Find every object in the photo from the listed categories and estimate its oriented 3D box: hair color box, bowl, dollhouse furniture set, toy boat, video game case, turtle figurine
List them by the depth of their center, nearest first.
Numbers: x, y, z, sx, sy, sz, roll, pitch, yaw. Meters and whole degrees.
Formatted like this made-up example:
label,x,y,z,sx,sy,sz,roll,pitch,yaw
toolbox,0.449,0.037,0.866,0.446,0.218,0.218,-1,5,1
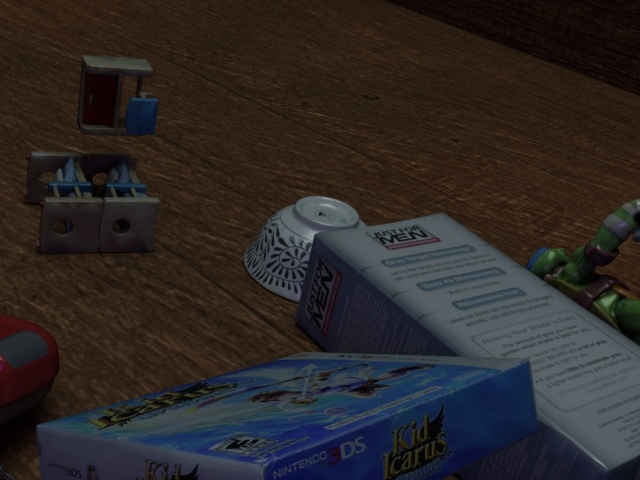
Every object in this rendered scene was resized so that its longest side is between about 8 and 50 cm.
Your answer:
label,x,y,z,sx,sy,sz,roll,pitch,yaw
video game case,-0.021,0.134,0.649,0.244,0.061,0.269,-6,2,44
toy boat,-0.318,0.050,0.704,0.231,0.151,0.151,14,13,14
hair color box,0.162,0.114,0.860,0.185,0.114,0.374,-9,35,-37
turtle figurine,0.371,0.055,0.975,0.274,0.198,0.266,-7,37,-27
dollhouse furniture set,-0.253,-0.097,1.009,0.129,0.184,0.129,-1,30,-25
bowl,0.000,0.000,1.047,0.170,0.080,0.170,9,28,-5

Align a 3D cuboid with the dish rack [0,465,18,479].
label,x,y,z,sx,sy,sz,roll,pitch,yaw
dish rack,-0.285,0.204,0.536,0.208,0.074,0.271,31,32,31
